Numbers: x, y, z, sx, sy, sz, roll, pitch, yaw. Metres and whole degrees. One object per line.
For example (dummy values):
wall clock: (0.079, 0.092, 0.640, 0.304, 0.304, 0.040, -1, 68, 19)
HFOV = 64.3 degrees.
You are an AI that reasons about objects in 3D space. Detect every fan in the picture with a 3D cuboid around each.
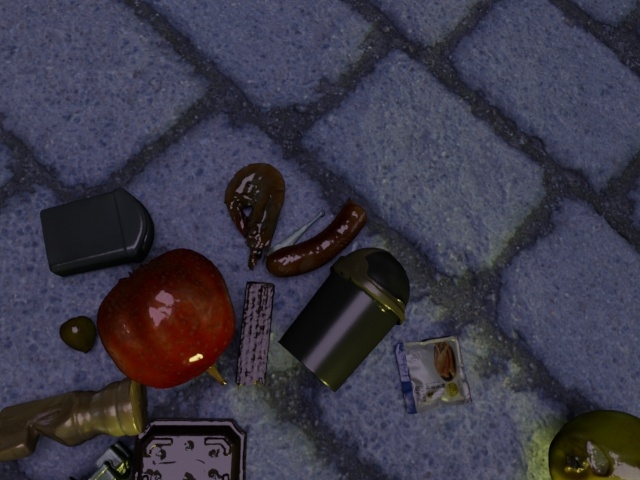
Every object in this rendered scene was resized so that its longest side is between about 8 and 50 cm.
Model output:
fan: (-0.059, -0.013, 1.310, 0.193, 0.016, 0.038, -41, 92, -14)

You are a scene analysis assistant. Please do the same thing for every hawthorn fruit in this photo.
hawthorn fruit: (-0.307, 0.193, 1.111, 0.287, 0.287, 0.330, -37, 101, -15)

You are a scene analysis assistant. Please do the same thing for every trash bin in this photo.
trash bin: (-0.519, -0.019, 1.208, 0.236, 0.101, 0.176, -15, 79, -9)
trash bin: (0.073, 0.164, 1.181, 0.214, 0.214, 0.334, 41, 77, 4)

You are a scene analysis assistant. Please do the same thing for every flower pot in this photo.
flower pot: (-0.288, 0.485, 1.112, 0.251, 0.084, 0.179, 2, 75, -6)

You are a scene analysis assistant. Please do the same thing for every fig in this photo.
fig: (-0.546, 0.215, 1.157, 0.074, 0.074, 0.088, -30, 96, -14)

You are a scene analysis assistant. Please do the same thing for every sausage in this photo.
sausage: (0.002, 0.005, 1.280, 0.302, 0.076, 0.103, -36, 89, -16)

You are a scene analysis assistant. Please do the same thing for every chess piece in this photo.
chess piece: (-0.533, 0.378, 1.087, 0.301, 0.137, 0.137, -10, 77, -6)

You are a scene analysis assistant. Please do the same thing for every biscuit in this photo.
biscuit: (-0.152, 0.222, 1.188, 0.070, 0.106, 0.252, 6, 74, -5)

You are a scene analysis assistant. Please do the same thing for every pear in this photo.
pear: (0.664, 0.519, 1.150, 0.321, 0.269, 0.269, 12, 73, -23)

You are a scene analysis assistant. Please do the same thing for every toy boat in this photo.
toy boat: (-0.522, 0.553, 1.031, 0.092, 0.141, 0.319, 44, 74, 4)

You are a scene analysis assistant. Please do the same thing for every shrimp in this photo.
shrimp: (-0.176, -0.068, 1.284, 0.152, 0.063, 0.287, 11, 71, -2)

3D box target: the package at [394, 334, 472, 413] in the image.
package: (0.278, 0.329, 1.258, 0.173, 0.027, 0.171, -6, 76, -13)
